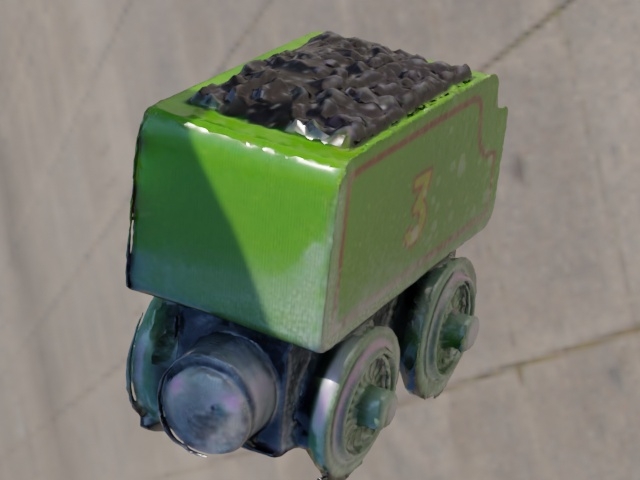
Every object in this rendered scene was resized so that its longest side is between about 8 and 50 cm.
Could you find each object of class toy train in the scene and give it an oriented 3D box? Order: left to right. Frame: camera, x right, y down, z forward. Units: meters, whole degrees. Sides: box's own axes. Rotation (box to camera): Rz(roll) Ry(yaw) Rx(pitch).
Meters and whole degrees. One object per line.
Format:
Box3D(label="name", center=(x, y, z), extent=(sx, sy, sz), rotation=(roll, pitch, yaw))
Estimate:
Box3D(label="toy train", center=(0.000, 0.000, 1.141), extent=(0.173, 0.307, 0.249), rotation=(16, 115, 23))
